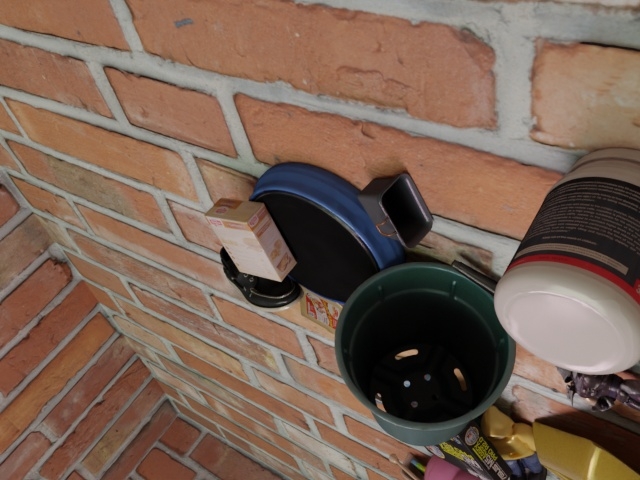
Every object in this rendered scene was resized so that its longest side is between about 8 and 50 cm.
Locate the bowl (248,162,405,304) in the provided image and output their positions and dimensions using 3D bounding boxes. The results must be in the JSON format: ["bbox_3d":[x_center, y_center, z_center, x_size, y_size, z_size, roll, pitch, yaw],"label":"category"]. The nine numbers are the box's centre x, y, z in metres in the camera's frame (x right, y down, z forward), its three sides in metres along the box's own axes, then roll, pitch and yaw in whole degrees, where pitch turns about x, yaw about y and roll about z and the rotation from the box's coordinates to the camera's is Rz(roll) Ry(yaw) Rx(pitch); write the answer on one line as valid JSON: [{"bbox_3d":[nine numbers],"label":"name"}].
[{"bbox_3d":[0.000,0.000,1.411,0.391,0.077,0.391,27,148,19],"label":"bowl"}]

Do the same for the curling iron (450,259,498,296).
[{"bbox_3d":[0.374,0.107,1.195,0.274,0.035,0.068,30,145,12],"label":"curling iron"}]

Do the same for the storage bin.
[{"bbox_3d":[0.132,-0.054,1.188,0.091,0.098,0.135,12,142,54],"label":"storage bin"}]

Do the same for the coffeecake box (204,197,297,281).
[{"bbox_3d":[-0.158,-0.003,1.431,0.142,0.068,0.185,10,140,39],"label":"coffeecake box"}]

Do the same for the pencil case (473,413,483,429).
[{"bbox_3d":[0.432,0.524,1.672,0.151,0.065,0.070,60,180,-31],"label":"pencil case"}]

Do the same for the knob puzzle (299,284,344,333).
[{"bbox_3d":[0.032,0.190,1.683,0.213,0.030,0.213,27,148,19],"label":"knob puzzle"}]

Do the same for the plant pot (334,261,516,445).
[{"bbox_3d":[0.216,0.271,1.334,0.341,0.341,0.334,26,156,21],"label":"plant pot"}]

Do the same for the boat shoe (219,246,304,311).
[{"bbox_3d":[-0.167,0.081,1.636,0.340,0.127,0.113,30,148,56],"label":"boat shoe"}]

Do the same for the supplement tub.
[{"bbox_3d":[0.370,0.023,0.845,0.191,0.272,0.191,27,149,18],"label":"supplement tub"}]

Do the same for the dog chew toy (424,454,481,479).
[{"bbox_3d":[0.425,0.689,1.708,0.206,0.206,0.332,48,169,-17],"label":"dog chew toy"}]

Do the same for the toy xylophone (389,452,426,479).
[{"bbox_3d":[0.353,0.775,2.001,0.236,0.081,0.323,53,163,-25],"label":"toy xylophone"}]

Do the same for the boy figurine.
[{"bbox_3d":[0.483,0.513,1.566,0.177,0.092,0.285,-12,130,29],"label":"boy figurine"}]

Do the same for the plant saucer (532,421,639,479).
[{"bbox_3d":[0.631,0.539,1.353,0.333,0.081,0.333,37,171,4],"label":"plant saucer"}]

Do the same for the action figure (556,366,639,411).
[{"bbox_3d":[0.571,0.280,1.166,0.285,0.099,0.185,22,154,32],"label":"action figure"}]

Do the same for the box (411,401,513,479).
[{"bbox_3d":[0.321,0.493,1.582,0.216,0.060,0.270,53,159,-23],"label":"box"}]

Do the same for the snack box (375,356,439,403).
[{"bbox_3d":[0.215,0.396,1.735,0.322,0.060,0.187,1,134,46],"label":"snack box"}]
